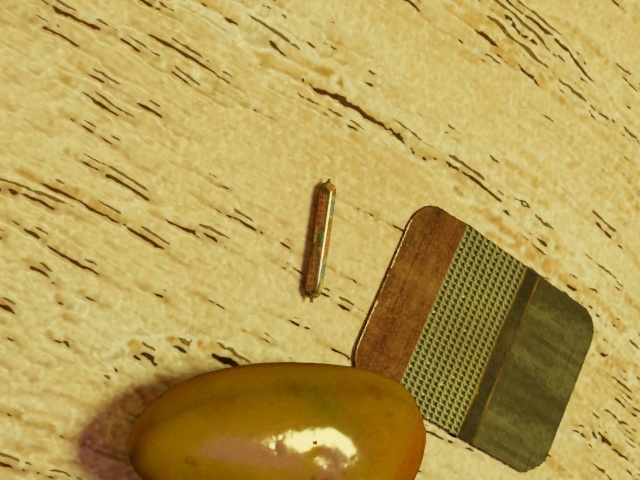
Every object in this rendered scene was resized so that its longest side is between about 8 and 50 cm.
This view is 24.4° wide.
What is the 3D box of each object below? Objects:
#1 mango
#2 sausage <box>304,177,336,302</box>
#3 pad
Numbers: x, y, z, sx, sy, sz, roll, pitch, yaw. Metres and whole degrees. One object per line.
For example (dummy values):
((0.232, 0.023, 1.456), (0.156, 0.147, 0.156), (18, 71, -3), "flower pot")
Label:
((-0.028, 0.161, 1.118), (0.253, 0.113, 0.138), (5, 92, -33), "mango")
((0.000, 0.000, 1.181), (0.015, 0.015, 0.100), (8, 90, -35), "sausage")
((0.187, 0.022, 1.288), (0.250, 0.055, 0.323), (31, 95, -32), "pad")
